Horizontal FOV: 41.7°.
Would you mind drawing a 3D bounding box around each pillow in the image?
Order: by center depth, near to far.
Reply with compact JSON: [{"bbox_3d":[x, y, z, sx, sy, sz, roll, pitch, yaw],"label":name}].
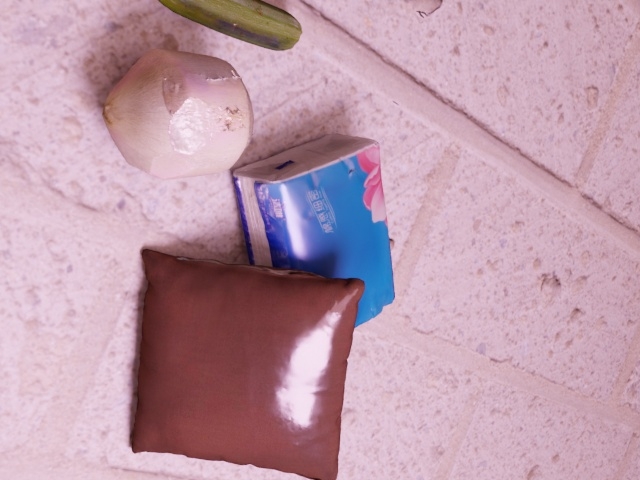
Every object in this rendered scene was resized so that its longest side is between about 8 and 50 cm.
[{"bbox_3d":[-0.110,0.178,1.161,0.307,0.108,0.305,8,101,2],"label":"pillow"}]

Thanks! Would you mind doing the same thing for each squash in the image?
[{"bbox_3d":[-0.121,-0.303,1.101,0.229,0.066,0.066,13,95,-40],"label":"squash"}]

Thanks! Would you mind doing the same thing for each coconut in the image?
[{"bbox_3d":[-0.178,-0.154,1.035,0.183,0.171,0.171,-8,109,-46],"label":"coconut"}]

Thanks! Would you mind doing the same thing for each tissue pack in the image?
[{"bbox_3d":[0.000,0.000,1.247,0.209,0.137,0.270,-22,118,-30],"label":"tissue pack"}]
